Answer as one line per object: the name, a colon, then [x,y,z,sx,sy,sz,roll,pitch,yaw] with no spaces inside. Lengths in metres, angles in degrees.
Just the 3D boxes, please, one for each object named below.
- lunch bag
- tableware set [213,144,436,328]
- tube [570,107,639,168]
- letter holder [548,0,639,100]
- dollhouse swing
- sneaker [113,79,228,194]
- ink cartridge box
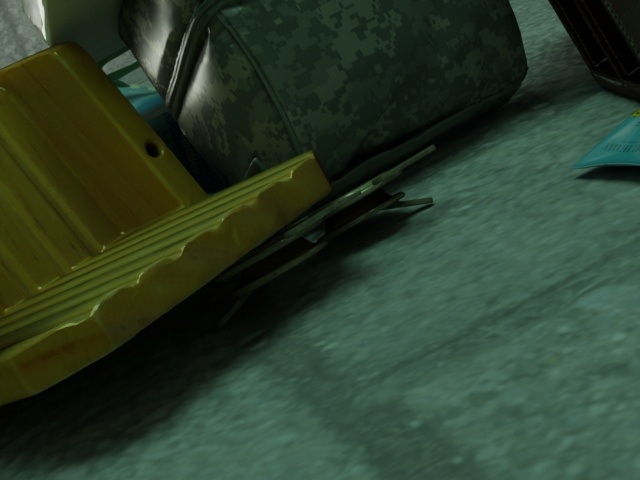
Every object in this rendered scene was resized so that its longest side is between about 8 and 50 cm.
lunch bag: [0.007,-0.174,1.075,0.305,0.256,0.212,-29,-15,-30]
tableware set: [0.000,0.000,0.887,0.128,0.039,0.194,-28,3,41]
tube: [0.271,-0.102,0.853,0.207,0.052,0.080,-34,9,-17]
letter holder: [0.313,-0.281,0.954,0.301,0.214,0.152,-35,16,2]
dollhouse swing: [-0.226,-0.039,0.881,0.347,0.315,0.305,-37,-4,-42]
sneaker: [-0.164,-0.128,1.250,0.318,0.127,0.208,-19,36,-17]
ink cartridge box: [-0.180,-0.224,1.100,0.171,0.056,0.235,-34,-10,-19]
